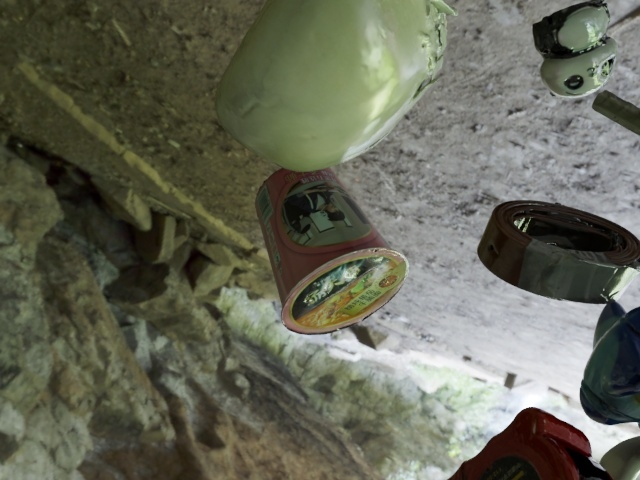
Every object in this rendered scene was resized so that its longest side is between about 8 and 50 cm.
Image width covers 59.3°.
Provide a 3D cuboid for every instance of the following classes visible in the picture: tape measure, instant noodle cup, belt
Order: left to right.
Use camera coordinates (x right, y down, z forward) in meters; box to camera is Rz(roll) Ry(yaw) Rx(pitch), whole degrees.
[{"bbox_3d":[0.000,0.000,0.989,0.244,0.244,0.255,45,-164,-54],"label":"instant noodle cup"},{"bbox_3d":[0.276,0.376,0.748,0.114,0.253,0.260,28,-155,-13],"label":"tape measure"},{"bbox_3d":[0.408,0.018,0.957,0.261,0.184,0.105,17,128,5],"label":"belt"}]

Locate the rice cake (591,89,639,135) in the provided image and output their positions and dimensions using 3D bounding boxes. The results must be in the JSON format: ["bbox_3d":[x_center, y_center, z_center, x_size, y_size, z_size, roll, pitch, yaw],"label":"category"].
[{"bbox_3d":[0.784,-0.299,1.393,0.052,0.057,0.256,-1,-144,-32],"label":"rice cake"}]

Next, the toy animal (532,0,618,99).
[{"bbox_3d":[0.500,-0.368,1.082,0.138,0.166,0.179,-89,-20,-71],"label":"toy animal"}]

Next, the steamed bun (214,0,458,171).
[{"bbox_3d":[0.015,-0.233,0.755,0.233,0.312,0.334,31,-165,-14],"label":"steamed bun"}]

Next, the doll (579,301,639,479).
[{"bbox_3d":[0.559,0.220,0.902,0.366,0.376,0.187,54,176,-14],"label":"doll"}]
